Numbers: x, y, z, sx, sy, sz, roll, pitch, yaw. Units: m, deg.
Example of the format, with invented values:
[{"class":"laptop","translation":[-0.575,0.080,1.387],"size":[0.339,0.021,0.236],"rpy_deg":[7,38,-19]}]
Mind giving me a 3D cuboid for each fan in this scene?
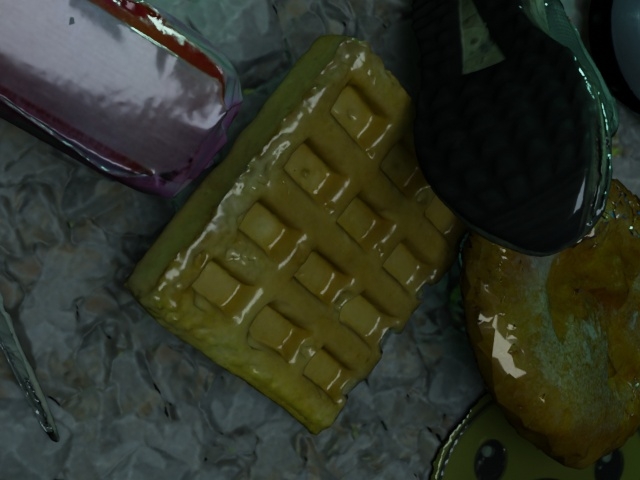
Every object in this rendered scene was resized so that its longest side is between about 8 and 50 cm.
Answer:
[{"class":"fan","translation":[0.195,0.264,1.052],"size":[0.229,0.011,0.335],"rpy_deg":[6,91,-20]}]

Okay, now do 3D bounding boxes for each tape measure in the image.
[{"class":"tape measure","translation":[0.322,-0.185,1.004],"size":[0.181,0.107,0.182],"rpy_deg":[-19,104,-24]}]

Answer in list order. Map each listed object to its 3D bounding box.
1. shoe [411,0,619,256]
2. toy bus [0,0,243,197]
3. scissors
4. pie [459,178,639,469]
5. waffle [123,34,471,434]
[{"class":"shoe","translation":[0.163,-0.085,0.881],"size":[0.132,0.337,0.171],"rpy_deg":[-30,127,23]},{"class":"toy bus","translation":[-0.195,-0.137,0.807],"size":[0.302,0.147,0.128],"rpy_deg":[30,91,-19]},{"class":"scissors","translation":[-0.249,0.024,0.843],"size":[0.022,0.109,0.300],"rpy_deg":[-43,122,-46]},{"class":"pie","translation":[0.215,0.062,0.981],"size":[0.273,0.069,0.274],"rpy_deg":[3,86,-43]},{"class":"waffle","translation":[0.000,0.000,0.895],"size":[0.248,0.055,0.221],"rpy_deg":[-52,130,-7]}]
